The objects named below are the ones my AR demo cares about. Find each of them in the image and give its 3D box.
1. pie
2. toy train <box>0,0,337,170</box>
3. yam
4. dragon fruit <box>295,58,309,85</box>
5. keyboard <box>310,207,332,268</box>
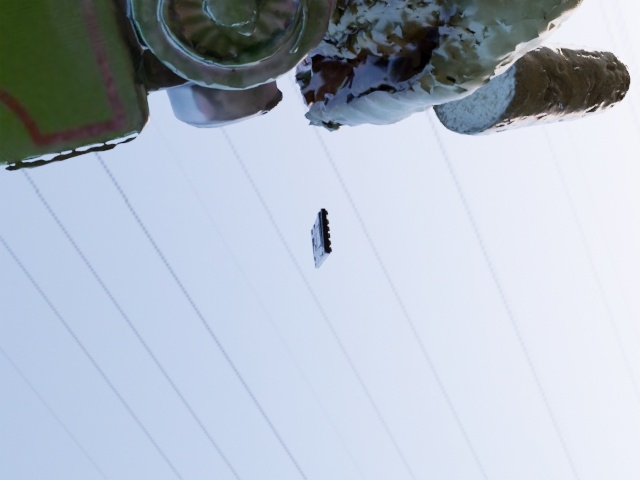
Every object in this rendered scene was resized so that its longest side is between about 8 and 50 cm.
[{"bbox_3d":[0.122,-0.271,0.676,0.180,0.418,0.395,44,-134,-25],"label":"pie"},{"bbox_3d":[-0.130,-0.187,0.464,0.249,0.173,0.307,-14,-60,-2],"label":"toy train"},{"bbox_3d":[0.319,-0.222,1.295,0.330,0.133,0.133,-9,-79,-34],"label":"yam"},{"bbox_3d":[0.024,-0.298,1.268,0.293,0.234,0.233,2,-86,-15],"label":"dragon fruit"},{"bbox_3d":[0.000,0.000,1.253,0.013,0.204,0.061,-5,-97,-4],"label":"keyboard"}]
